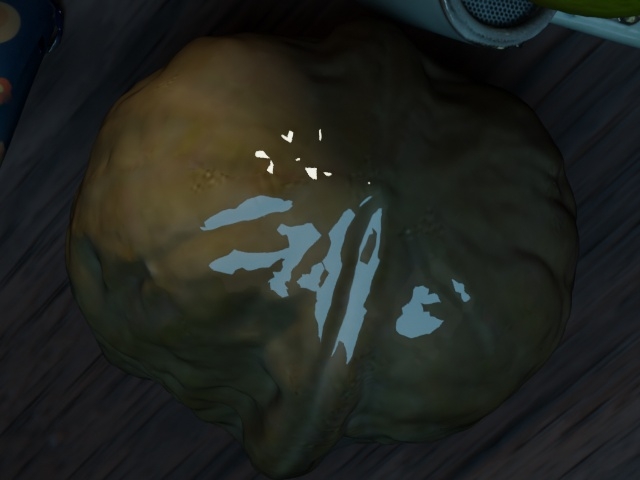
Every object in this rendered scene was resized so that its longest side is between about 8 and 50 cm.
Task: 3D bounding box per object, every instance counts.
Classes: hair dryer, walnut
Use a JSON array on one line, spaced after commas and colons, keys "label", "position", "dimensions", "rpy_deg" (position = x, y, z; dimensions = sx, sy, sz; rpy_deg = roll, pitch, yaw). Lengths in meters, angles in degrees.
[{"label": "hair dryer", "position": [0.137, -0.133, 0.723], "dimensions": [0.236, 0.131, 0.073], "rpy_deg": [6, 102, -25]}, {"label": "walnut", "position": [0.002, 0.002, 0.714], "dimensions": [0.273, 0.227, 0.273], "rpy_deg": [33, 157, 16]}]

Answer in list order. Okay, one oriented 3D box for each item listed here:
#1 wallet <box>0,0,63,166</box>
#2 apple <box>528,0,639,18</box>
[{"label": "wallet", "position": [-0.226, -0.070, 0.714], "dimensions": [0.141, 0.202, 0.059], "rpy_deg": [5, 133, 2]}, {"label": "apple", "position": [0.141, -0.251, 0.493], "dimensions": [0.339, 0.340, 0.340], "rpy_deg": [1, 122, 2]}]
